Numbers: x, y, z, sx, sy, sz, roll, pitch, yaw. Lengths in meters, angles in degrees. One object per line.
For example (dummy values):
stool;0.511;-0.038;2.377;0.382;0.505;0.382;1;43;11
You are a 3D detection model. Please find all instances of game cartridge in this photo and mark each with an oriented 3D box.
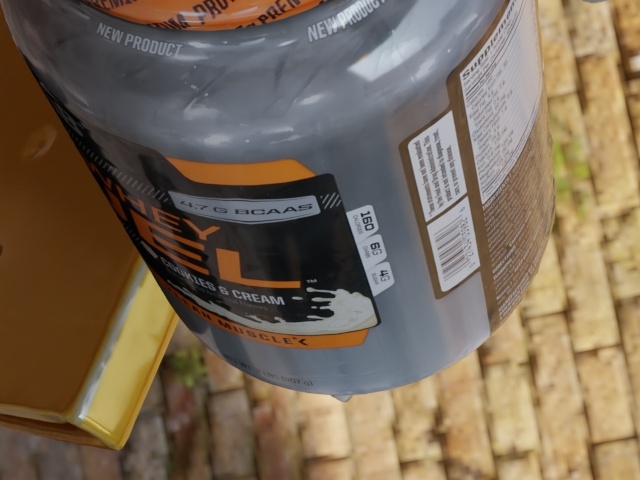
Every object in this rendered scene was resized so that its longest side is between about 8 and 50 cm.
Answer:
game cartridge;-0.147;-0.045;1.033;0.053;0.285;0.323;40;66;-38

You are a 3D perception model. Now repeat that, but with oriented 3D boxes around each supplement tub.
supplement tub;-0.009;-0.078;0.695;0.316;0.194;0.193;69;14;-62

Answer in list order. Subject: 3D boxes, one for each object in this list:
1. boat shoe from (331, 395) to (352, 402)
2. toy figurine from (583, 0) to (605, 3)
boat shoe;0.000;0.000;1.488;0.098;0.096;0.277;130;-34;-60
toy figurine;0.199;-0.307;1.487;0.213;0.210;0.148;120;-28;-71
